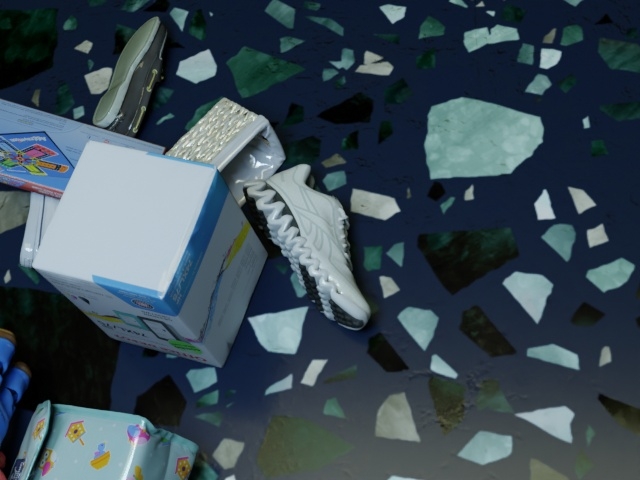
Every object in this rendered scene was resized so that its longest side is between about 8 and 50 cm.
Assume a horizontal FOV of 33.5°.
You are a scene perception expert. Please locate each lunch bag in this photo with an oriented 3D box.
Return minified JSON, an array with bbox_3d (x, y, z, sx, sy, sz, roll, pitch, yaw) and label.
[{"bbox_3d":[-0.324,0.335,1.406,0.262,0.160,0.223,5,68,31],"label":"lunch bag"}]

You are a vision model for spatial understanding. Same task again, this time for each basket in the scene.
[{"bbox_3d":[-0.153,-0.121,1.623,0.103,0.113,0.167,36,75,28],"label":"basket"}]

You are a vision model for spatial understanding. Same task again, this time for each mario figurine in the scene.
[{"bbox_3d":[-0.498,0.259,1.421,0.170,0.198,0.320,-40,25,23],"label":"mario figurine"}]

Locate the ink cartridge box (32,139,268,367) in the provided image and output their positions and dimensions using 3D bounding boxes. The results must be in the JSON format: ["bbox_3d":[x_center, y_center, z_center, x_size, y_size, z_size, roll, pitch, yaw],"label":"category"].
[{"bbox_3d":[-0.223,0.025,1.474,0.198,0.270,0.197,12,68,19],"label":"ink cartridge box"}]

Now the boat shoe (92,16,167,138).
[{"bbox_3d":[-0.302,-0.267,1.762,0.081,0.069,0.227,-10,52,49],"label":"boat shoe"}]

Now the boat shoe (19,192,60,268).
[{"bbox_3d":[-0.423,-0.051,1.682,0.076,0.083,0.226,8,61,-14],"label":"boat shoe"}]

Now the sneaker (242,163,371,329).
[{"bbox_3d":[0.000,0.000,1.535,0.118,0.110,0.292,-28,61,-12],"label":"sneaker"}]

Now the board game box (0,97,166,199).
[{"bbox_3d":[-0.398,-0.127,1.663,0.281,0.027,0.145,17,52,-1],"label":"board game box"}]
